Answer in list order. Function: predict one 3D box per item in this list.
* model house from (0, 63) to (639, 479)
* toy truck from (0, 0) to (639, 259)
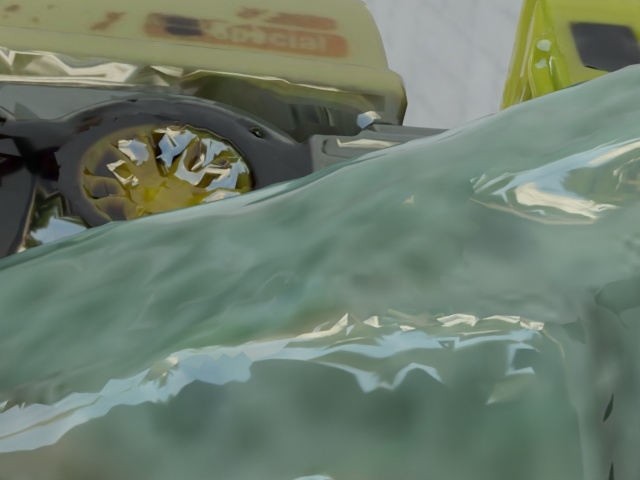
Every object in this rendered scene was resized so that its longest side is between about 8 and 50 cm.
[{"bbox_3d":[0.038,0.165,0.301,0.325,0.194,0.267,-91,-16,-61],"label":"model house"},{"bbox_3d":[0.000,0.000,0.661,0.254,0.405,0.181,-94,10,-48],"label":"toy truck"}]
